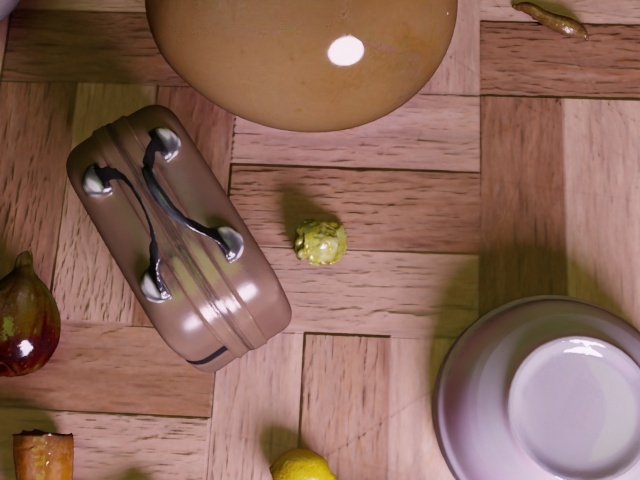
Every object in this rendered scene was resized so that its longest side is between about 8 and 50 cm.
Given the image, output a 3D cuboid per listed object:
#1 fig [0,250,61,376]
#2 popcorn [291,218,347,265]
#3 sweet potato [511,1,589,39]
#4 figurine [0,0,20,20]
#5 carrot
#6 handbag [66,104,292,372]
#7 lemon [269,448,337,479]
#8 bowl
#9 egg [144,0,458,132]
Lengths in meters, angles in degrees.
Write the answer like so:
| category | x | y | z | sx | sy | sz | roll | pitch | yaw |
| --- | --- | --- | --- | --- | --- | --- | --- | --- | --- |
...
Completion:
| category | x | y | z | sx | sy | sz | roll | pitch | yaw |
| --- | --- | --- | --- | --- | --- | --- | --- | --- | --- |
| fig | -0.376 | 0.089 | 0.985 | 0.109 | 0.103 | 0.155 | 1 | 83 | -20 |
| popcorn | 0.002 | 0.002 | 1.017 | 0.083 | 0.068 | 0.060 | -8 | 100 | -37 |
| sweet potato | 0.316 | -0.303 | 1.098 | 0.115 | 0.026 | 0.026 | 28 | 78 | 7 |
| figurine | -0.445 | -0.423 | 1.094 | 0.281 | 0.167 | 0.370 | 14 | 62 | 40 |
| carrot | -0.322 | 0.327 | 0.948 | 0.072 | 0.072 | 0.205 | -7 | 84 | 0 |
| handbag | -0.164 | -0.012 | 0.909 | 0.149 | 0.283 | 0.302 | -29 | 76 | -7 |
| lemon | -0.020 | 0.277 | 0.944 | 0.083 | 0.062 | 0.062 | 13 | 77 | 4 |
| bowl | 0.279 | 0.195 | 0.913 | 0.286 | 0.144 | 0.287 | 0 | 76 | 1 |
| egg | -0.024 | -0.280 | 0.965 | 0.373 | 0.301 | 0.301 | -3 | 75 | 9 |
